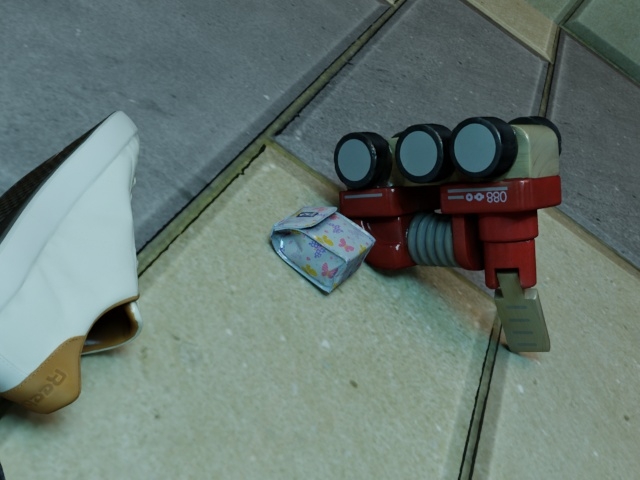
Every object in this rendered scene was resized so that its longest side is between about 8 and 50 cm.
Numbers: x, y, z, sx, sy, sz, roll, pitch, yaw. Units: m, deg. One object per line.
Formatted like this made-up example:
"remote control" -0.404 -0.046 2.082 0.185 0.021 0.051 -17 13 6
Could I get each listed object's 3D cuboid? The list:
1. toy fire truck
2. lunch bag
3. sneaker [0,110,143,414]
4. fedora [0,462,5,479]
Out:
"toy fire truck" 0.144 0.004 0.818 0.158 0.217 0.246 -9 96 -48
"lunch bag" 0.000 0.000 0.776 0.083 0.053 0.071 35 31 14
"sneaker" -0.179 0.010 0.584 0.123 0.106 0.290 50 26 -24
"fedora" -0.267 0.109 0.311 0.334 0.152 0.334 24 36 -19
